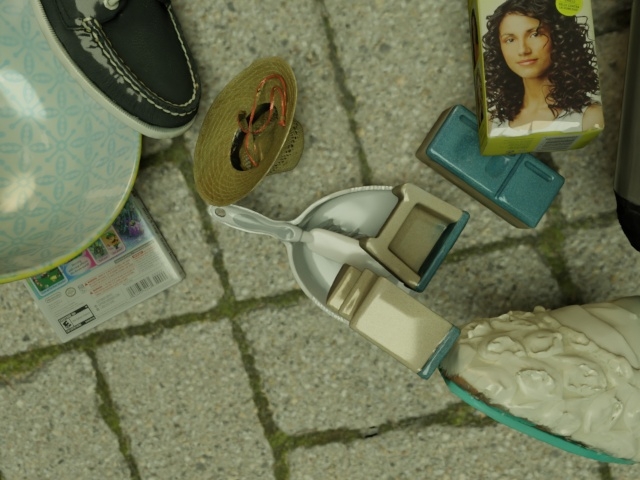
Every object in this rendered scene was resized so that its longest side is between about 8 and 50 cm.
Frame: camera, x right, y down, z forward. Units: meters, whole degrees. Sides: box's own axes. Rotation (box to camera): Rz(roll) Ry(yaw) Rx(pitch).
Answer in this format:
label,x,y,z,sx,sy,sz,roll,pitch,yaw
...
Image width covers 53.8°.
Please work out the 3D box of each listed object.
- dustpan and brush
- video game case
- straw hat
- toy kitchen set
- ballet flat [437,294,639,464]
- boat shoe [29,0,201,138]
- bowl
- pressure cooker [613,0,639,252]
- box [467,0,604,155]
label,x,y,z,sx,sy,sz,roll,pitch,yaw
dustpan and brush,0.000,0.000,0.594,0.211,0.060,0.147,20,105,1
video game case,-0.239,0.012,0.648,0.157,0.019,0.143,-27,99,13
straw hat,-0.049,-0.089,0.576,0.061,0.144,0.145,20,110,-42
toy kitchen set,0.115,0.002,0.498,0.122,0.166,0.207,33,88,-7
ballet flat,0.279,0.120,0.528,0.408,0.147,0.147,24,106,-22
boat shoe,-0.188,-0.230,0.525,0.091,0.114,0.303,-26,102,44
bowl,-0.320,-0.089,0.541,0.156,0.289,0.290,-21,103,50
pressure cooker,0.371,-0.181,0.356,0.369,0.375,0.421,-8,106,-33
box,0.161,-0.187,0.494,0.087,0.058,0.233,-5,82,7
